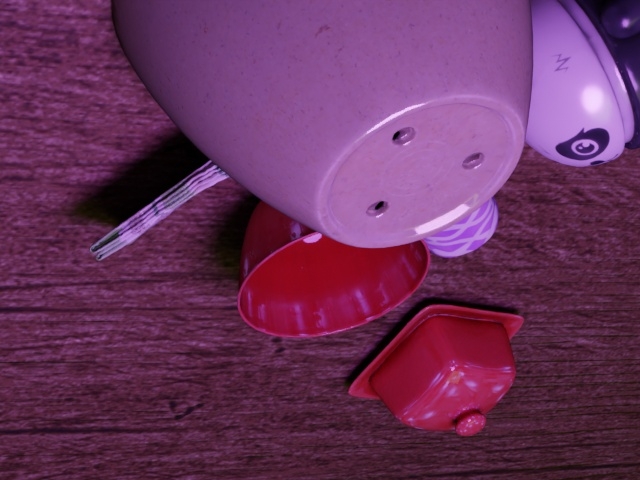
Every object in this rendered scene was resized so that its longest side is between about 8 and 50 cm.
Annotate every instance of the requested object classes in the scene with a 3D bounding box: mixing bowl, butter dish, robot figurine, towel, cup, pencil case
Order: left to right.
[{"bbox_3d":[-0.120,-0.034,1.628,0.152,0.023,0.113,-34,179,17],"label":"towel"},{"bbox_3d":[0.000,0.000,1.726,0.181,0.098,0.181,-13,148,-8],"label":"mixing bowl"},{"bbox_3d":[0.033,-0.136,1.449,0.331,0.237,0.331,-17,145,-13],"label":"cup"},{"bbox_3d":[0.100,-0.063,1.724,0.086,0.088,0.206,-22,148,8],"label":"pencil case"},{"bbox_3d":[0.140,0.155,2.017,0.160,0.118,0.160,10,132,-41],"label":"butter dish"},{"bbox_3d":[0.277,-0.175,1.597,0.278,0.173,0.209,-28,129,-7],"label":"robot figurine"}]
